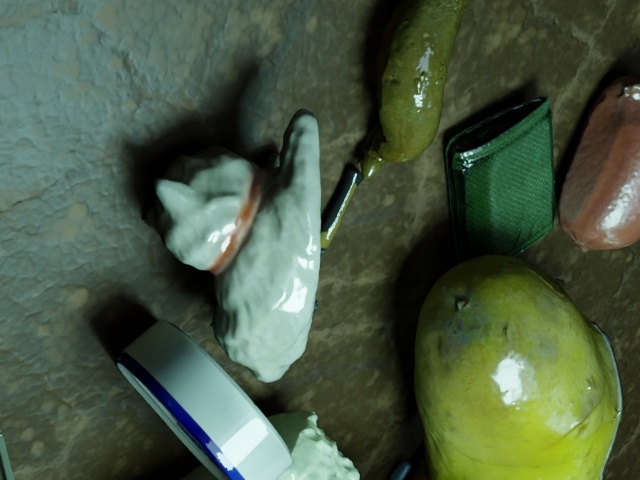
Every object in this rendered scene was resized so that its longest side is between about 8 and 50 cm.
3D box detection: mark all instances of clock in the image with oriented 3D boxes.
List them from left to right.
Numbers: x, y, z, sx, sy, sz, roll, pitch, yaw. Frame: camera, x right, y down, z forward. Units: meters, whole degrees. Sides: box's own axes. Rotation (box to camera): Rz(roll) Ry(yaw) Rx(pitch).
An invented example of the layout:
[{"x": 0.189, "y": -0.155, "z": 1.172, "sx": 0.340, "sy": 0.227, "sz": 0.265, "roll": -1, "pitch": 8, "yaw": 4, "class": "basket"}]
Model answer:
[{"x": -0.133, "y": 0.195, "z": 1.750, "sx": 0.083, "sy": 0.230, "sz": 0.230, "roll": -44, "pitch": 137, "yaw": -14, "class": "clock"}]

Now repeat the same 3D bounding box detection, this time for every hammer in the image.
[{"x": 0.000, "y": 0.000, "z": 1.879, "sx": 0.078, "sy": 0.021, "sz": 0.201, "roll": 10, "pitch": 111, "yaw": -44, "class": "hammer"}]

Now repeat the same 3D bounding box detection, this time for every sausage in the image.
[{"x": 0.412, "y": -0.097, "z": 2.073, "sx": 0.148, "sy": 0.148, "sz": 0.254, "roll": 14, "pitch": 108, "yaw": -45, "class": "sausage"}]

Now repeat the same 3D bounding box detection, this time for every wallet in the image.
[{"x": 0.241, "y": -0.068, "z": 2.012, "sx": 0.160, "sy": 0.055, "sz": 0.236, "roll": -28, "pitch": 138, "yaw": -18, "class": "wallet"}]

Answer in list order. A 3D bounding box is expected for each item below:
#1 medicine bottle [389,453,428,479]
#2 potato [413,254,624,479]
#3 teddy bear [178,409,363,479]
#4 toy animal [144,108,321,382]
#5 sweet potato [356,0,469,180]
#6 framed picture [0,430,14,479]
[{"x": 0.124, "y": 0.381, "z": 2.227, "sx": 0.092, "sy": 0.061, "sz": 0.221, "roll": 32, "pitch": 96, "yaw": -23, "class": "medicine bottle"}, {"x": 0.209, "y": 0.215, "z": 1.989, "sx": 0.296, "sy": 0.290, "sz": 0.397, "roll": 31, "pitch": 82, "yaw": -54, "class": "potato"}, {"x": -0.012, "y": 0.418, "z": 1.939, "sx": 0.375, "sy": 0.327, "sz": 0.362, "roll": -41, "pitch": 110, "yaw": -28, "class": "teddy bear"}, {"x": -0.103, "y": 0.030, "z": 1.730, "sx": 0.188, "sy": 0.266, "sz": 0.308, "roll": -9, "pitch": 168, "yaw": -19, "class": "toy animal"}, {"x": 0.113, "y": -0.204, "z": 1.779, "sx": 0.124, "sy": 0.098, "sz": 0.310, "roll": -24, "pitch": 136, "yaw": -68, "class": "sweet potato"}, {"x": -0.483, "y": 0.356, "z": 1.719, "sx": 0.315, "sy": 0.024, "sz": 0.232, "roll": -24, "pitch": 131, "yaw": -25, "class": "framed picture"}]
